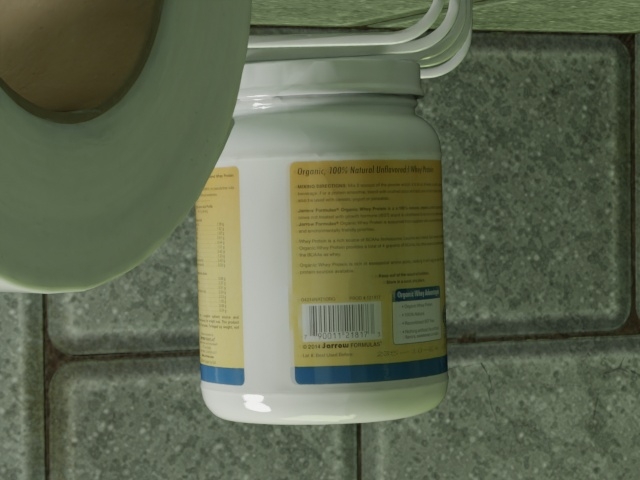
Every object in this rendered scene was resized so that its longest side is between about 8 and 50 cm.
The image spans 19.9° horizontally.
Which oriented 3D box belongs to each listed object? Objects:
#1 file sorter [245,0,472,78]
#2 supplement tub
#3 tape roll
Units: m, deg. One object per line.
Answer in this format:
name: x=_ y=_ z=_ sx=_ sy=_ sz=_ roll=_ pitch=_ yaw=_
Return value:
file sorter: x=-0.006 y=-0.188 z=1.071 sx=0.192 sy=0.173 sz=0.277 roll=-1 pitch=-179 yaw=8
supplement tub: x=0.000 y=0.000 z=1.051 sx=0.144 sy=0.200 sz=0.144 roll=-1 pitch=-179 yaw=0
tape roll: x=-0.140 y=-0.119 z=0.739 sx=0.100 sy=0.286 sz=0.286 roll=0 pitch=-178 yaw=29
